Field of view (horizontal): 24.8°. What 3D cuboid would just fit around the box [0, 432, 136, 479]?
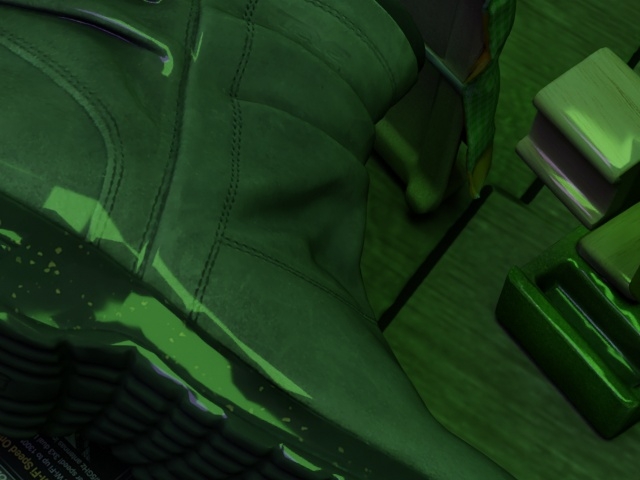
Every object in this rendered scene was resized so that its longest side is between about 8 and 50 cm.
[{"bbox_3d":[-0.052,0.196,0.546,0.307,0.076,0.242,40,63,18],"label":"box"}]

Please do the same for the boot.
[{"bbox_3d":[0.000,0.000,0.526,0.338,0.118,0.223,35,54,-11],"label":"boot"}]

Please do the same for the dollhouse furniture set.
[{"bbox_3d":[0.114,-0.092,0.672,0.151,0.197,0.301,-31,67,-22],"label":"dollhouse furniture set"}]
